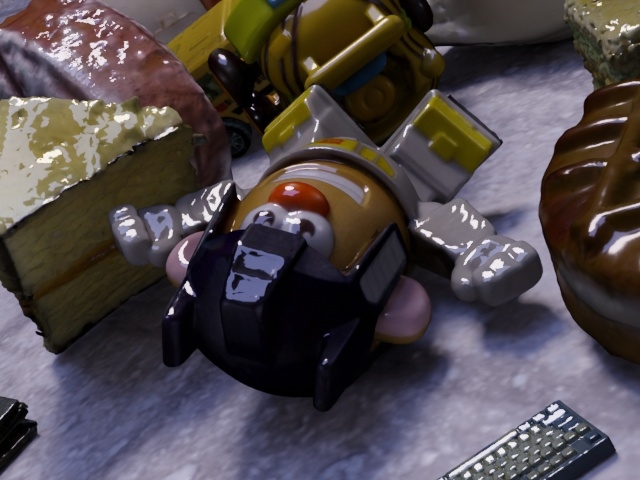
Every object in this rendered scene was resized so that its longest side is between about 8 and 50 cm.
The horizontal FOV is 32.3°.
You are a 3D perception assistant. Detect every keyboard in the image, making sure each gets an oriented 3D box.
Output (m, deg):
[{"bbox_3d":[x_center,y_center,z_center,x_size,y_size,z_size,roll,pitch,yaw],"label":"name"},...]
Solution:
[{"bbox_3d":[0.069,0.143,0.580,0.176,0.014,0.055,-31,22,-8],"label":"keyboard"}]

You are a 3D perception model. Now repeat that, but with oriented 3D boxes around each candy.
[{"bbox_3d":[-0.207,-0.121,1.082,0.289,0.214,0.157,38,62,18],"label":"candy"}]

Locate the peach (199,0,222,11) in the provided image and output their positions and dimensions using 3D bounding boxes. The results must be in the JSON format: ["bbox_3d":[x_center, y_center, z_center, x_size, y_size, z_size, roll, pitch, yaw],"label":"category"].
[{"bbox_3d":[-0.070,-0.411,1.563,0.235,0.214,0.214,-14,27,14],"label":"peach"}]

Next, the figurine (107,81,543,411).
[{"bbox_3d":[0.004,0.002,0.759,0.308,0.143,0.308,-22,26,11],"label":"figurine"}]

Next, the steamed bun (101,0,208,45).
[{"bbox_3d":[-0.315,-0.464,1.820,0.309,0.309,0.309,-23,25,11],"label":"steamed bun"}]

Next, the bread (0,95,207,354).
[{"bbox_3d":[-0.196,-0.014,0.903,0.142,0.266,0.178,34,67,14],"label":"bread"}]

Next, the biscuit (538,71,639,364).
[{"bbox_3d":[0.278,-0.045,0.618,0.332,0.103,0.332,-22,25,11],"label":"biscuit"}]

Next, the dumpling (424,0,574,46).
[{"bbox_3d":[0.247,-0.318,1.080,0.395,0.233,0.315,-44,-4,30],"label":"dumpling"}]

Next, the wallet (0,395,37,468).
[{"bbox_3d":[-0.365,0.231,0.822,0.169,0.044,0.317,-4,35,40],"label":"wallet"}]

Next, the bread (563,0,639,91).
[{"bbox_3d":[0.294,-0.162,0.826,0.196,0.102,0.138,-24,27,3],"label":"bread"}]

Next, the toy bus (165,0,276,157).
[{"bbox_3d":[-0.071,-0.199,1.184,0.335,0.123,0.121,-33,35,27],"label":"toy bus"}]

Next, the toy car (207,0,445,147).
[{"bbox_3d":[0.026,-0.150,0.975,0.200,0.248,0.142,-38,67,3],"label":"toy car"}]
